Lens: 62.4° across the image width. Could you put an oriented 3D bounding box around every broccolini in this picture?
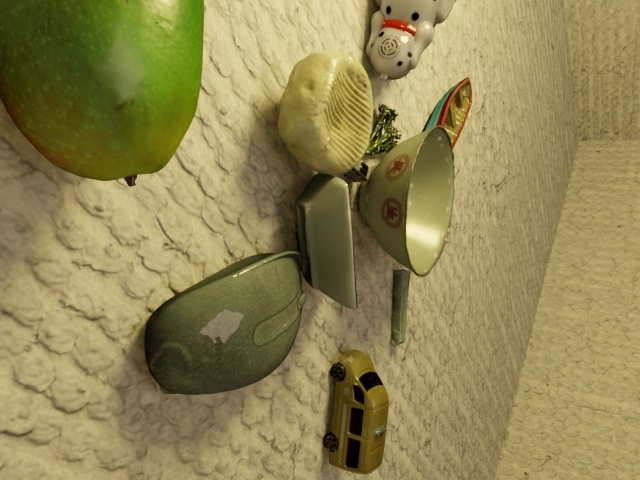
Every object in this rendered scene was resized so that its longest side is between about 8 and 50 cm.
[{"bbox_3d":[0.108,-0.252,1.188,0.271,0.062,0.123,-11,94,-51],"label":"broccolini"}]

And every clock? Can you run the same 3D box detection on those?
[{"bbox_3d":[0.188,-0.474,1.180,0.188,0.188,0.254,10,100,-55],"label":"clock"}]

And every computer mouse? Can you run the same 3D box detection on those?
[{"bbox_3d":[-0.114,0.131,0.869,0.373,0.114,0.204,-24,113,-52],"label":"computer mouse"}]

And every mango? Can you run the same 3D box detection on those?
[{"bbox_3d":[-0.231,-0.253,0.570,0.225,0.201,0.383,4,89,-45],"label":"mango"}]

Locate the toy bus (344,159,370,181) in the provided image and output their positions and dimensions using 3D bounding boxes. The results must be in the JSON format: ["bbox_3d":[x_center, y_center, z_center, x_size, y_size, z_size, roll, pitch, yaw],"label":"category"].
[{"bbox_3d":[0.062,-0.165,1.129,0.130,0.052,0.037,32,67,-52],"label":"toy bus"}]

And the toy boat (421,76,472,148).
[{"bbox_3d":[0.352,-0.326,1.497,0.392,0.079,0.136,-57,139,-35],"label":"toy boat"}]

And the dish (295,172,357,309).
[{"bbox_3d":[0.000,0.000,1.013,0.080,0.182,0.244,-10,105,-15],"label":"dish"}]

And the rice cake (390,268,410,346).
[{"bbox_3d":[0.214,0.180,1.415,0.043,0.034,0.211,-7,101,-51],"label":"rice cake"}]

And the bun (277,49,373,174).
[{"bbox_3d":[0.002,-0.231,0.961,0.231,0.133,0.231,-25,121,-51],"label":"bun"}]

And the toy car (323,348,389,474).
[{"bbox_3d":[0.089,0.382,1.188,0.101,0.124,0.257,3,94,-56],"label":"toy car"}]

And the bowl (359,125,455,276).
[{"bbox_3d":[0.189,-0.096,1.219,0.337,0.157,0.338,-26,121,-56],"label":"bowl"}]
